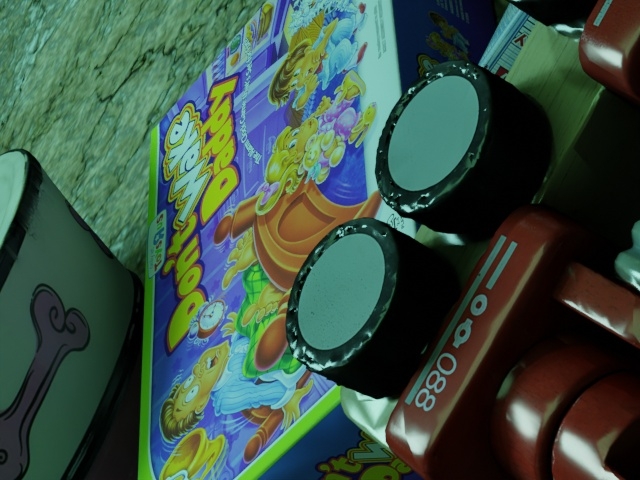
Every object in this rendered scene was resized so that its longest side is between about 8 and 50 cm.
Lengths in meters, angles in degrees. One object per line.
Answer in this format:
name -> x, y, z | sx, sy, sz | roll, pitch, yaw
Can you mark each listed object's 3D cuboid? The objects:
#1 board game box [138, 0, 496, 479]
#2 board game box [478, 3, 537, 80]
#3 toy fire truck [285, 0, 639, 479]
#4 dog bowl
board game box -> 0.000, 0.000, 1.018 | 0.233, 0.078, 0.347 | -45, 31, 32
board game box -> 0.140, -0.140, 0.836 | 0.194, 0.060, 0.194 | -56, 5, 13
toy fire truck -> 0.113, 0.002, 0.582 | 0.217, 0.158, 0.246 | -60, 35, 4
dog bowl -> -0.242, 0.150, 1.174 | 0.408, 0.150, 0.408 | -46, 19, 21
